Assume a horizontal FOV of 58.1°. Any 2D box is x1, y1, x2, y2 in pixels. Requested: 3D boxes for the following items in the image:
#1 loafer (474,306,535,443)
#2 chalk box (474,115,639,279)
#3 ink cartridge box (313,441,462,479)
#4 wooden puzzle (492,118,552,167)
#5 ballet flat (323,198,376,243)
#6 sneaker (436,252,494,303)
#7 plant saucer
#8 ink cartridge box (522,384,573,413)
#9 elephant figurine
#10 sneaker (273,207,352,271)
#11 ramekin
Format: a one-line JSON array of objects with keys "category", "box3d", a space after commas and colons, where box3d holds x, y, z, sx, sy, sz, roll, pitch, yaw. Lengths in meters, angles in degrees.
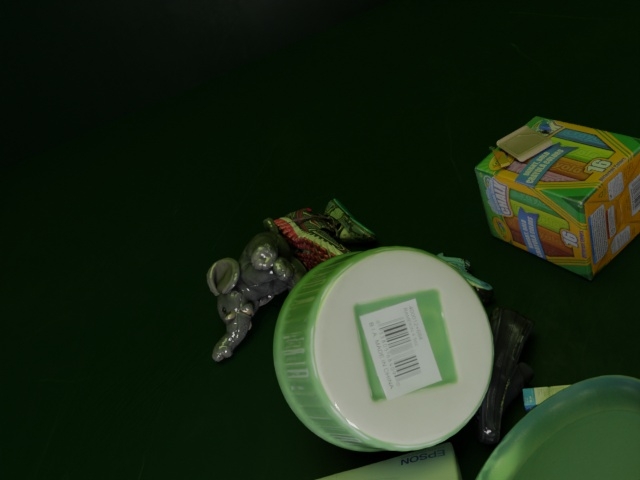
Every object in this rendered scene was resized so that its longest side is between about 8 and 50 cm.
[{"category": "loafer", "box3d": [0.278, 0.198, 0.861, 0.078, 0.076, 0.223, 13, 52, 14]}, {"category": "chalk box", "box3d": [0.410, -0.094, 1.045, 0.179, 0.180, 0.289, -39, 37, -15]}, {"category": "ink cartridge box", "box3d": [0.079, 0.364, 0.738, 0.224, 0.045, 0.224, -20, 10, 10]}, {"category": "wooden puzzle", "box3d": [0.355, -0.168, 1.007, 0.116, 0.014, 0.078, -25, 41, 3]}, {"category": "ballet flat", "box3d": [0.061, -0.029, 1.297, 0.070, 0.070, 0.188, -32, 35, -6]}, {"category": "sneaker", "box3d": [0.255, 0.059, 1.056, 0.073, 0.063, 0.162, -37, 37, -17]}, {"category": "plant saucer", "box3d": [0.275, 0.291, 0.651, 0.317, 0.044, 0.317, -50, 1, 1]}, {"category": "ink cartridge box", "box3d": [0.333, 0.230, 0.811, 0.083, 0.048, 0.028, -12, 40, 22]}, {"category": "elephant figurine", "box3d": [-0.159, 0.100, 1.208, 0.239, 0.169, 0.186, -39, 4, 14]}, {"category": "sneaker", "box3d": [0.000, 0.000, 1.243, 0.112, 0.120, 0.299, -32, 38, -19]}, {"category": "ramekin", "box3d": [0.095, 0.151, 0.823, 0.303, 0.303, 0.148, -43, 2, -20]}]
